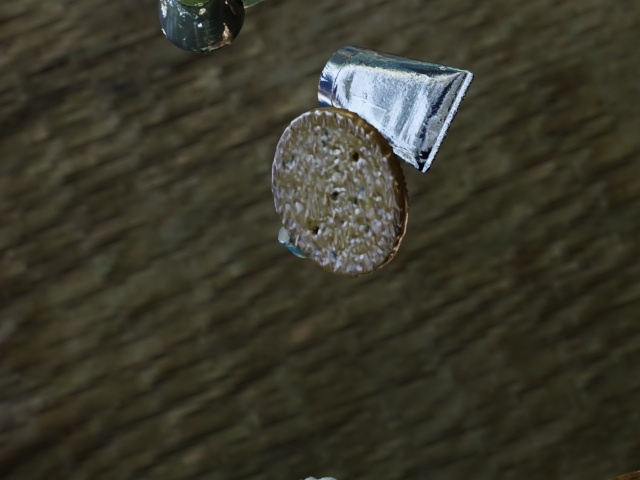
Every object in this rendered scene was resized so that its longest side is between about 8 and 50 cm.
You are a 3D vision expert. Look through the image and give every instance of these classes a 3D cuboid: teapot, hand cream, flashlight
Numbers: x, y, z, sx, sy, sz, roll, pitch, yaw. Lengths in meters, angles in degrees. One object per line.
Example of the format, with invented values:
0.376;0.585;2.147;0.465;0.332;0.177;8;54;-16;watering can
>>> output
-0.119;-0.268;2.073;0.092;0.124;0.091;44;168;18;teapot
0.080;-0.159;2.178;0.061;0.120;0.270;25;-178;-28;hand cream
0.000;0.000;2.376;0.129;0.051;0.051;15;-131;-47;flashlight

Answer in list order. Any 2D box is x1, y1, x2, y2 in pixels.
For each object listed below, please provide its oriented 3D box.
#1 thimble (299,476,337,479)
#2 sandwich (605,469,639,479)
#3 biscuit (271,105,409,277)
0.033;0.371;2.124;0.250;0.204;0.172;123;172;-74;thimble
0.332;0.326;2.039;0.236;0.128;0.122;-71;-1;-60;sandwich
0.021;-0.051;2.068;0.027;0.187;0.188;-21;-88;-45;biscuit
